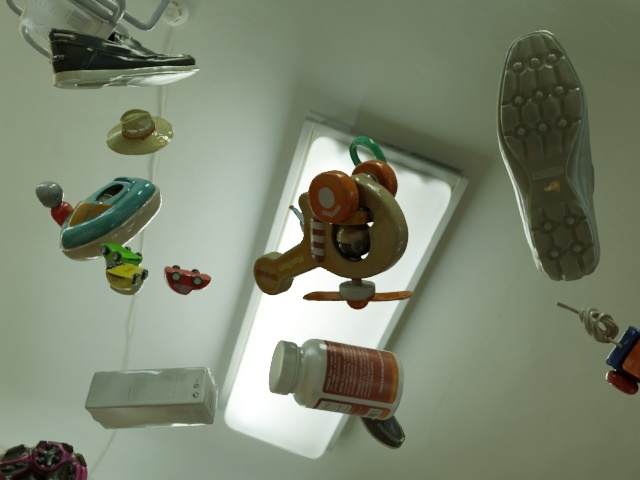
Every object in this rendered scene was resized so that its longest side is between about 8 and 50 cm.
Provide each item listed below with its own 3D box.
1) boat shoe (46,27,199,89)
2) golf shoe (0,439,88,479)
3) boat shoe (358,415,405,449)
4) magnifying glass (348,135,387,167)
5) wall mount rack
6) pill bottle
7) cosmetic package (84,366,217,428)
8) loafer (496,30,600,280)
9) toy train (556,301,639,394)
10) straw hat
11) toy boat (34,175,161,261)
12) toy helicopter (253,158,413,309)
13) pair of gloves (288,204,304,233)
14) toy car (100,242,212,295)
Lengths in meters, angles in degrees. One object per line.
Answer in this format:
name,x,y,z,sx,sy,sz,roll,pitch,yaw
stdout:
boat shoe,-0.275,-0.265,0.830,0.084,0.233,0.079,-9,-84,42
golf shoe,-0.280,0.193,0.438,0.186,0.067,0.086,12,-41,-19
boat shoe,0.137,0.431,1.468,0.227,0.081,0.068,47,-51,12
magnifying glass,0.115,-0.125,1.247,0.092,0.026,0.230,27,-30,41
wall mount rack,-0.410,-0.409,0.876,0.304,0.130,0.350,32,-20,-31
pill bottle,0.025,0.236,0.997,0.216,0.121,0.121,14,-56,-15
cosmetic package,-0.334,0.317,1.155,0.231,0.085,0.117,-1,-39,2
loafer,0.295,-0.106,0.750,0.112,0.111,0.319,-7,-79,19
toy train,0.426,0.161,0.723,0.248,0.143,0.105,30,-83,-3
straw hat,-0.392,-0.247,1.227,0.145,0.144,0.061,10,-40,8
toy boat,-0.555,-0.072,1.371,0.319,0.267,0.148,5,-48,34
toy helicopter,0.009,0.030,0.991,0.355,0.140,0.234,-29,-95,42
pair of gloves,0.000,0.000,1.194,0.023,0.198,0.159,-35,-113,8
toy car,-0.373,0.061,1.168,0.225,0.239,0.053,22,-82,36
